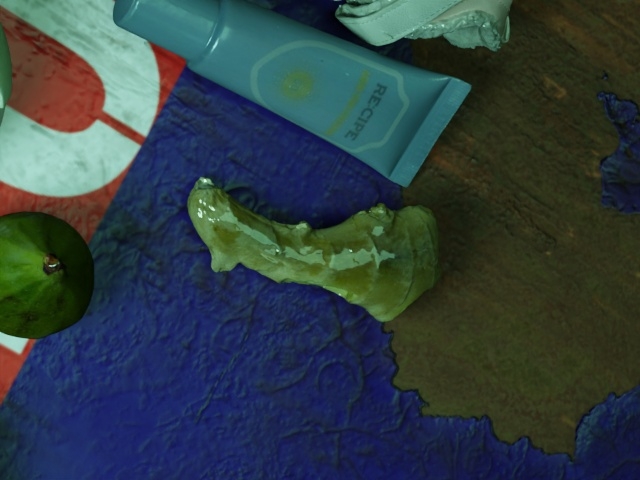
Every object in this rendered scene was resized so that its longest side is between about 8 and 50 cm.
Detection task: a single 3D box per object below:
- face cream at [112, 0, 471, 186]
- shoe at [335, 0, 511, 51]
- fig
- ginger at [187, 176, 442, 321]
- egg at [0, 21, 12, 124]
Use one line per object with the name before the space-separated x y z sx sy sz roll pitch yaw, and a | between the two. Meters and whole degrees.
face cream | -0.032 -0.178 1.931 0.385 0.086 0.135 23 111 -25
shoe | 0.073 -0.300 1.929 0.351 0.172 0.198 3 96 -22
fig | -0.264 0.020 1.782 0.133 0.185 0.126 35 49 -15
ginger | 0.000 0.000 1.956 0.295 0.086 0.131 17 107 -20
egg | -0.376 -0.153 1.720 0.183 0.183 0.217 -10 99 -24
